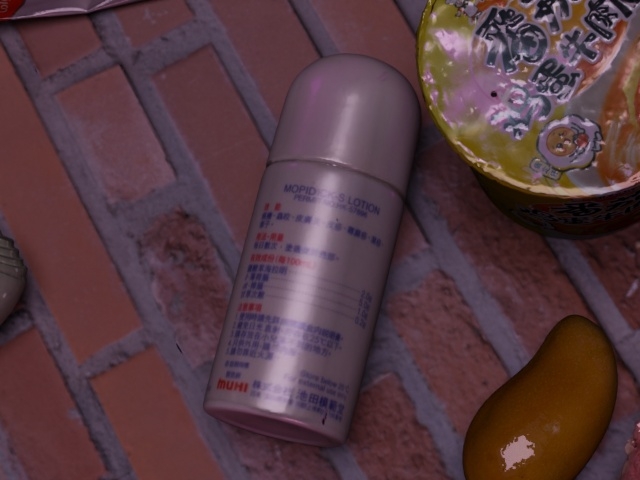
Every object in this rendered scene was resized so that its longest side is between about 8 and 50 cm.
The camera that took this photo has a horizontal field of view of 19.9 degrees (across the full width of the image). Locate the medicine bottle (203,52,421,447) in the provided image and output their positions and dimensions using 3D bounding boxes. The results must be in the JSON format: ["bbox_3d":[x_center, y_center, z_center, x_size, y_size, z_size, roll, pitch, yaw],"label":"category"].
[{"bbox_3d":[0.000,0.000,1.586,0.130,0.130,0.341,11,76,11],"label":"medicine bottle"}]

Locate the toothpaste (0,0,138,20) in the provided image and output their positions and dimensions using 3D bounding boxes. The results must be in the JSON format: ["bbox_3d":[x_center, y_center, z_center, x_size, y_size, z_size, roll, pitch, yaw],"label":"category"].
[{"bbox_3d":[-0.200,-0.260,1.739,0.301,0.048,0.075,-12,76,7],"label":"toothpaste"}]

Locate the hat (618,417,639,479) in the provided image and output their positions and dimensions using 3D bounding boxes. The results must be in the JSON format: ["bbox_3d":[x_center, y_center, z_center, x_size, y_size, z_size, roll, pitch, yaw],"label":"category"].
[{"bbox_3d":[0.371,0.255,1.470,0.286,0.107,0.237,15,90,8],"label":"hat"}]

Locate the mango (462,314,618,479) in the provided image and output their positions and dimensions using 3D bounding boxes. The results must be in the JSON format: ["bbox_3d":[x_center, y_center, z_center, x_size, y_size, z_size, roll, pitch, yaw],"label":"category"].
[{"bbox_3d":[0.191,0.150,1.541,0.102,0.085,0.184,30,70,20],"label":"mango"}]

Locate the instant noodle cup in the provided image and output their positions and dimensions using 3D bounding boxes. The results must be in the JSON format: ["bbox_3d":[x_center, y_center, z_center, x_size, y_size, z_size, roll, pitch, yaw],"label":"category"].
[{"bbox_3d":[0.216,-0.127,1.556,0.264,0.200,0.264,-2,72,7],"label":"instant noodle cup"}]

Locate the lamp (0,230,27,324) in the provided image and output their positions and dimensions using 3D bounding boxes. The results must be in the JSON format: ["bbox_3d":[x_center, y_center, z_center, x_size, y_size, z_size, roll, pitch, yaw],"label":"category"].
[{"bbox_3d":[-0.334,0.071,1.634,0.106,0.106,0.193,21,87,13],"label":"lamp"}]
